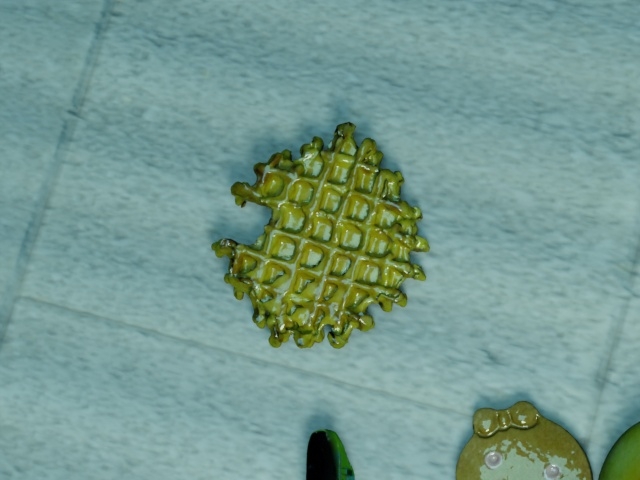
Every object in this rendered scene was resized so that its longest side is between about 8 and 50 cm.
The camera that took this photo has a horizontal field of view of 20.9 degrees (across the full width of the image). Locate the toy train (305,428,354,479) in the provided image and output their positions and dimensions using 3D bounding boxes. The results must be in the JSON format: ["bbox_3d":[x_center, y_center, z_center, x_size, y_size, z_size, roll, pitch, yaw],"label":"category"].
[{"bbox_3d":[0.012,0.305,1.830,0.044,0.042,0.209,-7,73,31],"label":"toy train"}]

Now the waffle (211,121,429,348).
[{"bbox_3d":[0.000,0.000,1.905,0.228,0.051,0.231,-30,73,-1],"label":"waffle"}]

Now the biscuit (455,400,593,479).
[{"bbox_3d":[0.202,0.291,1.801,0.184,0.035,0.249,13,78,13],"label":"biscuit"}]

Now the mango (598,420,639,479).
[{"bbox_3d":[0.343,0.272,1.749,0.130,0.092,0.195,1,72,13],"label":"mango"}]
